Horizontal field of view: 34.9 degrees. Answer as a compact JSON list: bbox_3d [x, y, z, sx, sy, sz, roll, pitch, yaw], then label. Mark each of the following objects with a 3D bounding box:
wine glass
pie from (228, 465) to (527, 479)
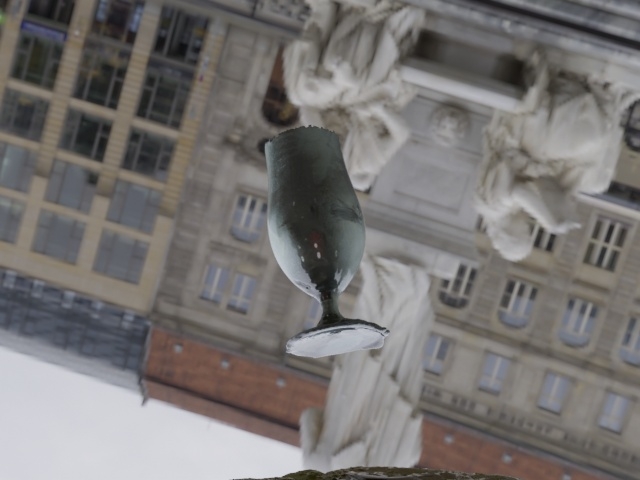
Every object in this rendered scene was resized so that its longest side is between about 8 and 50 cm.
[{"bbox_3d":[0.000,0.000,1.012,0.103,0.222,0.103,-9,159,-3],"label":"wine glass"},{"bbox_3d":[0.045,0.221,0.763,0.337,0.075,0.337,-2,-179,0],"label":"pie"}]
